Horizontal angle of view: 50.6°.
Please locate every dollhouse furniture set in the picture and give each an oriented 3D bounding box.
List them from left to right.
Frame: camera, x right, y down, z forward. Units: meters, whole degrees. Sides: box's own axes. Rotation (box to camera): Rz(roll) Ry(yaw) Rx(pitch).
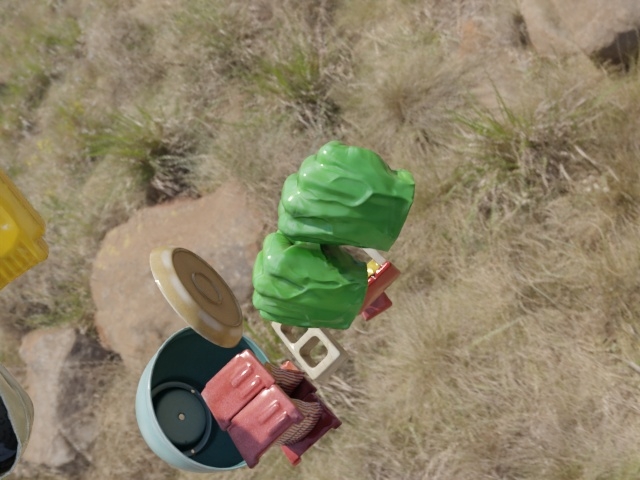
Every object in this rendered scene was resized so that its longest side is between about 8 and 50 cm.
[{"bbox_3d":[0.010,0.192,1.113,0.374,0.201,0.152,-44,65,5],"label":"dollhouse furniture set"}]

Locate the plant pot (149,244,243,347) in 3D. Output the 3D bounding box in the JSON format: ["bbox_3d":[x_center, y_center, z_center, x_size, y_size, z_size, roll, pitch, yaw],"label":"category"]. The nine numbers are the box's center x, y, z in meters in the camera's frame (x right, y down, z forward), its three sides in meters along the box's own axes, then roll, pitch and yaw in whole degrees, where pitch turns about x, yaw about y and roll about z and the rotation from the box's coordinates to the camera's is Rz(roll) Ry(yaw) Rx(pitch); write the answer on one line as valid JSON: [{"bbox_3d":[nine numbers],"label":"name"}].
[{"bbox_3d":[-0.220,0.095,1.260,0.032,0.236,0.236,-40,45,11],"label":"plant pot"}]

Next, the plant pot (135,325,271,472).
[{"bbox_3d":[-0.253,0.341,1.382,0.196,0.293,0.292,-38,45,42],"label":"plant pot"}]

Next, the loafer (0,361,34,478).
[{"bbox_3d":[-0.320,0.100,0.546,0.102,0.268,0.092,-42,37,-16],"label":"loafer"}]

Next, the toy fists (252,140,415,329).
[{"bbox_3d":[0.000,0.000,0.842,0.096,0.142,0.279,-101,27,-47],"label":"toy fists"}]

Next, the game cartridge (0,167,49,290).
[{"bbox_3d":[-0.499,-0.011,0.712,0.324,0.285,0.052,-35,24,-5],"label":"game cartridge"}]
